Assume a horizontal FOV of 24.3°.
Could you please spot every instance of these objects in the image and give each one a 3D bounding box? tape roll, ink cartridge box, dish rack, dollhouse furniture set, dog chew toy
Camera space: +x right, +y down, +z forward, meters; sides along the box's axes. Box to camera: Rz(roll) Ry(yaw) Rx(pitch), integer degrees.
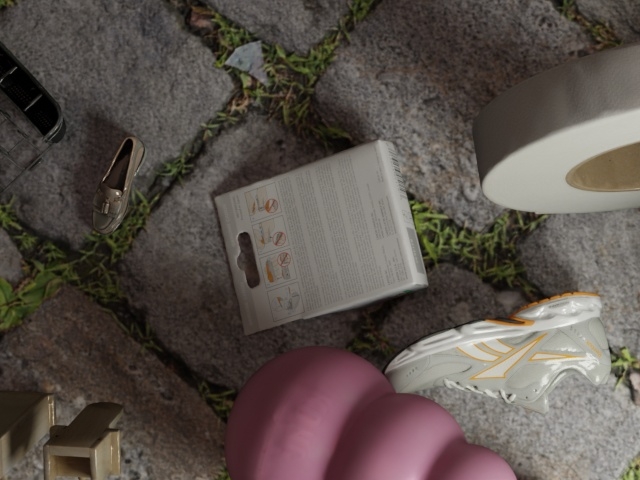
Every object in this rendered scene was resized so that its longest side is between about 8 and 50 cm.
[{"bbox_3d":[0.349,-0.113,1.531,0.391,0.392,0.072,-10,76,6],"label":"tape roll"},{"bbox_3d":[0.000,0.000,1.744,0.224,0.056,0.181,-19,75,23],"label":"ink cartridge box"},{"bbox_3d":[-0.459,-0.120,1.816,0.271,0.074,0.208,-44,75,-2],"label":"dish rack"},{"bbox_3d":[-0.364,0.367,1.711,0.303,0.174,0.356,2,103,9],"label":"dollhouse furniture set"},{"bbox_3d":[0.062,0.241,1.567,0.331,0.206,0.207,21,82,30],"label":"dog chew toy"}]

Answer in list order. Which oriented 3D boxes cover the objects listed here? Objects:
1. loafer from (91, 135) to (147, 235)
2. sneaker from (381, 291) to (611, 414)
[{"bbox_3d":[-0.248,-0.069,1.790,0.045,0.039,0.125,19,82,11],"label":"loafer"},{"bbox_3d":[0.199,0.145,1.651,0.262,0.099,0.121,-17,81,6],"label":"sneaker"}]
